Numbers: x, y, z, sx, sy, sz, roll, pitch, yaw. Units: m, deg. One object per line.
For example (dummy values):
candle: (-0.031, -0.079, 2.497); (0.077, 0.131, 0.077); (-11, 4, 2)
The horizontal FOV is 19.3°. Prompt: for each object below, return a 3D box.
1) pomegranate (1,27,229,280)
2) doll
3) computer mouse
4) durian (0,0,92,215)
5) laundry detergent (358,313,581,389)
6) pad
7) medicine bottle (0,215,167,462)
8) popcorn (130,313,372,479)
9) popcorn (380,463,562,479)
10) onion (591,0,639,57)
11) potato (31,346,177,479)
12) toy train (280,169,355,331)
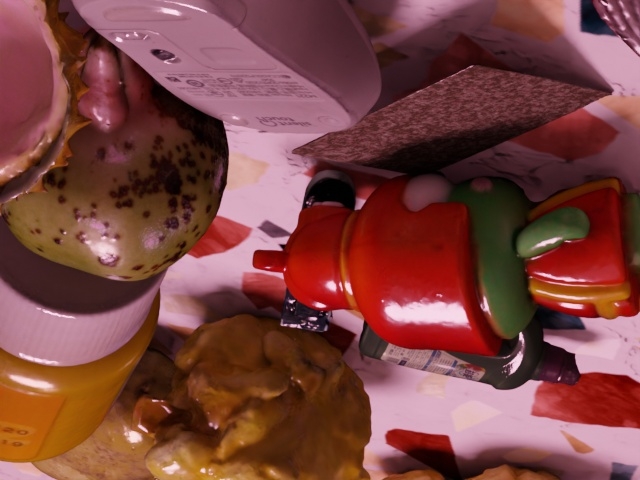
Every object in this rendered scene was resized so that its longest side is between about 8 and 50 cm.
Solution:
pomegranate: (-0.181, -0.092, 1.586); (0.214, 0.214, 0.248); (11, 140, 8)
doll: (0.113, 0.021, 1.662); (0.363, 0.160, 0.182); (2, 173, 17)
computer mouse: (-0.072, -0.183, 1.463); (0.184, 0.121, 0.297); (-1, 161, 35)
durian: (-0.260, -0.141, 1.460); (0.196, 0.185, 0.305); (24, 113, 30)
laundry detergent: (0.155, 0.095, 1.863); (0.222, 0.078, 0.144); (16, 146, 0)
pad: (0.106, -0.098, 1.572); (0.158, 0.003, 0.235); (8, 160, -38)
medicine bottle: (-0.273, 0.062, 1.852); (0.224, 0.224, 0.384); (20, 152, -9)
popcorn: (-0.074, 0.200, 2.002); (0.266, 0.233, 0.192); (-4, 165, -28)
popcorn: (0.191, 0.373, 2.197); (0.332, 0.225, 0.265); (24, 145, 31)
onion: (0.255, -0.223, 1.093); (0.260, 0.282, 0.336); (21, 167, 32)
potato: (-0.242, 0.194, 2.141); (0.197, 0.148, 0.228); (42, 141, 7)
toy train: (0.000, 0.000, 1.800); (0.052, 0.051, 0.234); (7, 140, -3)
